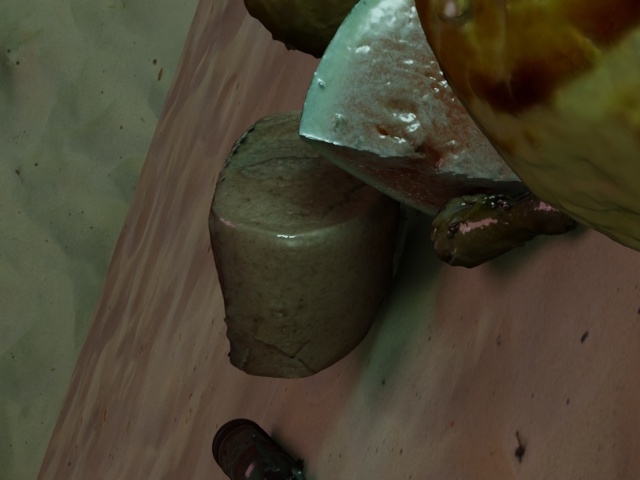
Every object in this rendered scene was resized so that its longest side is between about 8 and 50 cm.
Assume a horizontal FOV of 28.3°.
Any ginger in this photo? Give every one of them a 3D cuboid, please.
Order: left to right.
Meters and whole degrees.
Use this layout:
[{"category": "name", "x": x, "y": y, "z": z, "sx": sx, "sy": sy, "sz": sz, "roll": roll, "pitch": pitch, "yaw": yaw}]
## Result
[{"category": "ginger", "x": 0.012, "y": -0.359, "z": 1.673, "sx": 0.269, "sy": 0.200, "sz": 0.223, "roll": -11, "pitch": 62, "yaw": 69}]

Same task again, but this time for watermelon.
[{"category": "watermelon", "x": 0.123, "y": -0.125, "z": 1.203, "sx": 0.201, "sy": 0.261, "sz": 0.213, "roll": 24, "pitch": 94, "yaw": 43}]

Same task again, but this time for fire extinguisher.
[{"category": "fire extinguisher", "x": -0.081, "y": 0.272, "z": 1.534, "sx": 0.075, "sy": 0.106, "sz": 0.252, "roll": -54, "pitch": 18, "yaw": -5}]

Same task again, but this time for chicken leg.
[{"category": "chicken leg", "x": 0.165, "y": -0.012, "z": 1.148, "sx": 0.198, "sy": 0.085, "sz": 0.069, "roll": -13, "pitch": 74, "yaw": 60}]

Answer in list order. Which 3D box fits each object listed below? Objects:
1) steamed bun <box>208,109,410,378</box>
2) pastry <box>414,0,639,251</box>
[{"category": "steamed bun", "x": 0.000, "y": 0.000, "z": 1.400, "sx": 0.301, "sy": 0.199, "sz": 0.251, "roll": -73, "pitch": -18, "yaw": -57}, {"category": "pastry", "x": 0.221, "y": -0.184, "z": 0.720, "sx": 0.388, "sy": 0.312, "sz": 0.388, "roll": -35, "pitch": 45, "yaw": 45}]
